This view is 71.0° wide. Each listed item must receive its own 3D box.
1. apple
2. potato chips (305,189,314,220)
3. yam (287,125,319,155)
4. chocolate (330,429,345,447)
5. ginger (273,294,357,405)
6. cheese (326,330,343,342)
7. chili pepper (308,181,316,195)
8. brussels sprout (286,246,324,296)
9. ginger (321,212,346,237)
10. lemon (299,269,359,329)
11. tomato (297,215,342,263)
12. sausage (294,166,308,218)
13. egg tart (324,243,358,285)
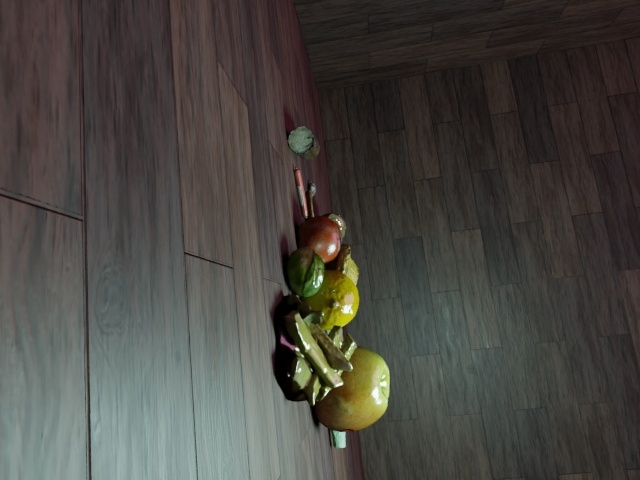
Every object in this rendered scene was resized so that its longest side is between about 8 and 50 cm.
[{"bbox_3d":[0.125,0.584,1.784,0.338,0.305,0.339,-6,90,-84],"label":"apple"},{"bbox_3d":[-0.056,-0.150,2.210,0.150,0.049,0.202,-1,82,-87],"label":"potato chips"},{"bbox_3d":[-0.074,-0.444,2.080,0.279,0.131,0.131,-31,113,-84],"label":"yam"},{"bbox_3d":[0.076,0.791,2.051,0.110,0.110,0.291,52,33,-78],"label":"chocolate"},{"bbox_3d":[-0.003,0.322,1.413,0.413,0.211,0.358,62,20,-72],"label":"ginger"},{"bbox_3d":[0.067,0.465,2.459,0.163,0.082,0.286,-28,107,-84],"label":"cheese"},{"bbox_3d":[-0.048,-0.283,2.486,0.050,0.041,0.153,34,26,-17],"label":"chili pepper"},{"bbox_3d":[-0.051,0.103,1.558,0.145,0.131,0.183,81,6,-71],"label":"brussels sprout"},{"bbox_3d":[0.054,-0.052,2.609,0.375,0.176,0.256,-79,178,-76],"label":"ginger"},{"bbox_3d":[0.031,0.224,1.701,0.263,0.236,0.236,7,-71,58],"label":"lemon"},{"bbox_3d":[0.000,0.000,1.907,0.208,0.184,0.208,-9,90,-83],"label":"tomato"},{"bbox_3d":[-0.088,-0.216,2.069,0.034,0.034,0.253,-81,162,-69],"label":"sausage"},{"bbox_3d":[0.074,0.178,1.995,0.341,0.132,0.341,-60,-165,28],"label":"egg tart"}]
